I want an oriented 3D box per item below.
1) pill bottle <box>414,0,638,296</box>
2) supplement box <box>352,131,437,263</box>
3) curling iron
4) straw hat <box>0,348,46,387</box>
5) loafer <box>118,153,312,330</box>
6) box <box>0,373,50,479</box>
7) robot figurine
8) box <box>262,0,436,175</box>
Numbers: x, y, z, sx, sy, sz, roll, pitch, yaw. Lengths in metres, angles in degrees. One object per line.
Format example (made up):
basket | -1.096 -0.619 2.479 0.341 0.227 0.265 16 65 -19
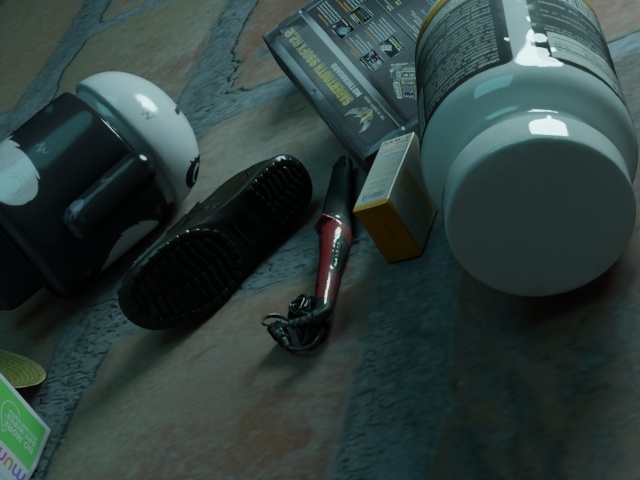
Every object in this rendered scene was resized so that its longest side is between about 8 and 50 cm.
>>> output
pill bottle | 0.154 -0.089 1.029 0.162 0.162 0.278 -24 29 18
supplement box | 0.069 -0.037 1.144 0.036 0.062 0.098 -16 32 33
curling iron | 0.000 0.000 1.186 0.068 0.035 0.274 -20 31 24
straw hat | -0.339 0.144 1.285 0.144 0.144 0.061 28 107 59
loafer | -0.101 0.004 1.258 0.220 0.080 0.078 -39 18 -21
box | -0.411 0.145 1.153 0.231 0.262 0.127 -19 31 28
robot figurine | -0.255 -0.050 1.395 0.278 0.173 0.209 -42 59 -15
box | 0.073 -0.174 1.287 0.183 0.056 0.231 -36 47 -1
